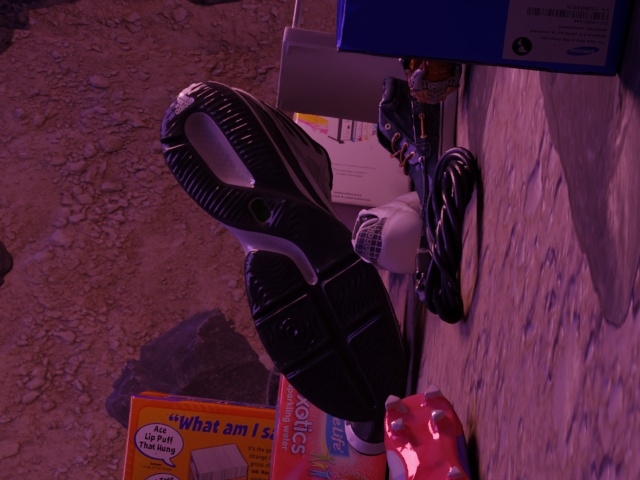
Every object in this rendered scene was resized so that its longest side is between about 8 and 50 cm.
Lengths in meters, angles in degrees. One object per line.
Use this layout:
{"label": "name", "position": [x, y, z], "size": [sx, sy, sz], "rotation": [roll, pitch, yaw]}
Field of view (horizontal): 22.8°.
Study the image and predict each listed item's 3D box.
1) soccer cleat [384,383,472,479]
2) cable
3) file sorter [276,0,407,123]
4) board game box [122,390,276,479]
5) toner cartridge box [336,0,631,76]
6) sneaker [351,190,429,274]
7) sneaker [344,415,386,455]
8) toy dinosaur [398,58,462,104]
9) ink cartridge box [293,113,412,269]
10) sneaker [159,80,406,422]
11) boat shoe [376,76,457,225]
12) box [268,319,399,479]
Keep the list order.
{"label": "soccer cleat", "position": [0.092, 0.217, 1.270], "size": [0.248, 0.083, 0.095], "rotation": [-93, -16, -59]}
{"label": "cable", "position": [0.122, -0.005, 1.482], "size": [0.184, 0.047, 0.150], "rotation": [-82, 4, -72]}
{"label": "file sorter", "position": [0.058, -0.259, 1.903], "size": [0.277, 0.193, 0.173], "rotation": [106, 173, -78]}
{"label": "board game box", "position": [-0.120, 0.426, 2.411], "size": [0.356, 0.357, 0.356], "rotation": [119, 157, -85]}
{"label": "toner cartridge box", "position": [0.095, -0.208, 1.038], "size": [0.348, 0.165, 0.075], "rotation": [-86, 3, -63]}
{"label": "sneaker", "position": [0.083, -0.014, 1.783], "size": [0.235, 0.095, 0.090], "rotation": [-88, 3, -83]}
{"label": "sneaker", "position": [0.071, 0.142, 1.972], "size": [0.106, 0.078, 0.234], "rotation": [106, 168, -56]}
{"label": "toy dinosaur", "position": [0.113, -0.310, 1.622], "size": [0.218, 0.164, 0.322], "rotation": [-113, 39, -59]}
{"label": "ink cartridge box", "position": [0.039, -0.106, 2.208], "size": [0.171, 0.168, 0.232], "rotation": [98, 178, -60]}
{"label": "sneaker", "position": [0.001, -0.001, 1.936], "size": [0.447, 0.169, 0.257], "rotation": [60, -159, 7]}
{"label": "boat shoe", "position": [0.099, -0.094, 1.697], "size": [0.065, 0.083, 0.183], "rotation": [99, 176, -58]}
{"label": "box", "position": [0.014, 0.255, 2.105], "size": [0.142, 0.154, 0.300], "rotation": [103, 174, -71]}
